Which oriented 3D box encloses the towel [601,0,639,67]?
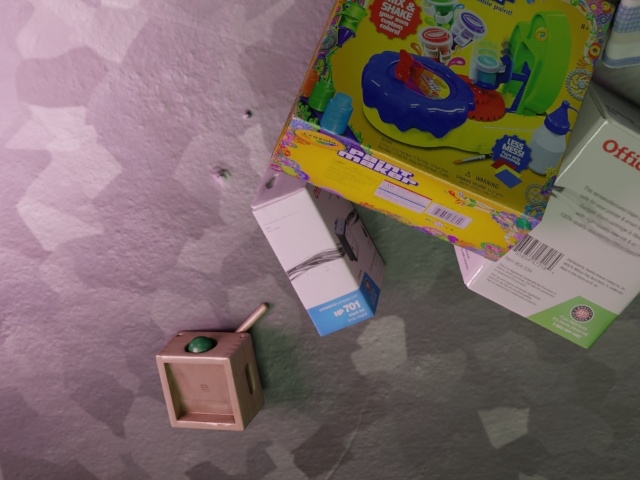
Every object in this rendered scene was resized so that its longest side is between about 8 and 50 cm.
[{"bbox_3d":[0.427,-0.286,1.760,0.209,0.034,0.285,-10,154,-6],"label":"towel"}]

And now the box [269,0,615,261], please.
[{"bbox_3d":[0.133,-0.173,1.814,0.290,0.177,0.279,22,72,-4],"label":"box"}]

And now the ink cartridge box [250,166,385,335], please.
[{"bbox_3d":[0.000,0.000,2.011,0.082,0.140,0.191,-20,112,18],"label":"ink cartridge box"}]

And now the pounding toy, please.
[{"bbox_3d":[-0.134,0.166,2.148,0.130,0.100,0.141,0,114,23],"label":"pounding toy"}]

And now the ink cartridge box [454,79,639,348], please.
[{"bbox_3d":[0.322,-0.031,1.948,0.198,0.115,0.273,27,116,-22],"label":"ink cartridge box"}]
